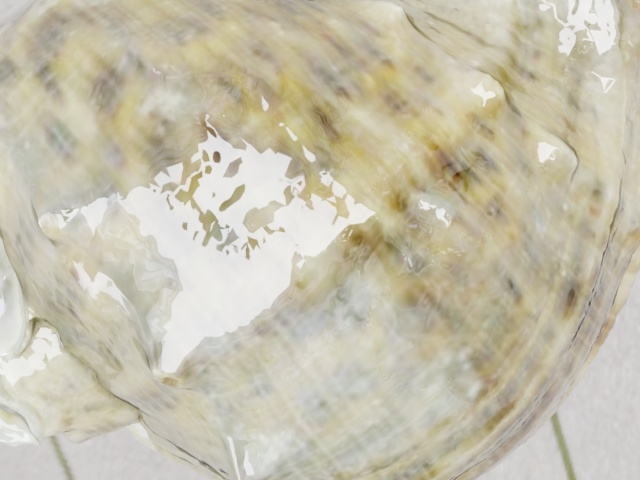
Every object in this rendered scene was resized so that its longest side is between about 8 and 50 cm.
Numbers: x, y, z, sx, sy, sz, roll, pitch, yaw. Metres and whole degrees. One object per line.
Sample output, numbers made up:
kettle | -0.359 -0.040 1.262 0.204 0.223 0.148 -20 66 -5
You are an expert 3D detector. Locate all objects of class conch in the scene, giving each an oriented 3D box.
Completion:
conch | -0.003 0.006 0.454 0.291 0.159 0.210 -19 106 7
